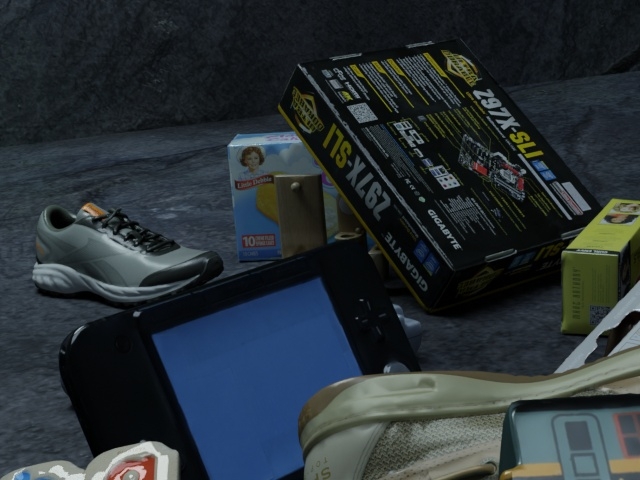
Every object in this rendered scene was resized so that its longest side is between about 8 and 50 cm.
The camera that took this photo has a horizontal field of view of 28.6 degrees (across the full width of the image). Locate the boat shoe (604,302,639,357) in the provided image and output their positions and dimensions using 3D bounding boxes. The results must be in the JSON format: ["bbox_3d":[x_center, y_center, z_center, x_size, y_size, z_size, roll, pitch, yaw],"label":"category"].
[{"bbox_3d":[0.329,0.070,1.111,0.095,0.095,0.257,15,28,24],"label":"boat shoe"}]

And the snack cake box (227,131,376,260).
[{"bbox_3d":[0.023,-0.063,1.596,0.264,0.152,0.089,-3,14,7],"label":"snack cake box"}]

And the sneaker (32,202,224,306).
[{"bbox_3d":[-0.235,0.013,1.471,0.271,0.108,0.100,5,15,31],"label":"sneaker"}]

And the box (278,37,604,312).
[{"bbox_3d":[0.140,-0.087,1.428,0.257,0.079,0.322,-14,57,-37],"label":"box"}]

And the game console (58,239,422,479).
[{"bbox_3d":[0.019,0.119,0.838,0.293,0.250,0.173,-18,-8,-44],"label":"game console"}]

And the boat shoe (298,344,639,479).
[{"bbox_3d":[0.160,0.139,0.739,0.341,0.122,0.110,-5,52,-1],"label":"boat shoe"}]

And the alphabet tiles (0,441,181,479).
[{"bbox_3d":[-0.156,0.212,0.636,0.284,0.021,0.278,-13,31,2],"label":"alphabet tiles"}]

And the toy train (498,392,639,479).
[{"bbox_3d":[0.227,0.154,0.563,0.333,0.142,0.190,-4,43,2],"label":"toy train"}]

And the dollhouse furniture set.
[{"bbox_3d":[0.000,0.000,1.404,0.144,0.123,0.151,-1,14,17],"label":"dollhouse furniture set"}]

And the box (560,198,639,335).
[{"bbox_3d":[0.302,0.023,1.293,0.058,0.087,0.232,4,15,24],"label":"box"}]

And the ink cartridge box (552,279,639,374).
[{"bbox_3d":[0.291,0.101,0.927,0.181,0.056,0.224,-41,24,-26],"label":"ink cartridge box"}]

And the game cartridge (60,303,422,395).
[{"bbox_3d":[-0.077,0.104,1.159,0.294,0.060,0.196,-14,20,-36],"label":"game cartridge"}]
